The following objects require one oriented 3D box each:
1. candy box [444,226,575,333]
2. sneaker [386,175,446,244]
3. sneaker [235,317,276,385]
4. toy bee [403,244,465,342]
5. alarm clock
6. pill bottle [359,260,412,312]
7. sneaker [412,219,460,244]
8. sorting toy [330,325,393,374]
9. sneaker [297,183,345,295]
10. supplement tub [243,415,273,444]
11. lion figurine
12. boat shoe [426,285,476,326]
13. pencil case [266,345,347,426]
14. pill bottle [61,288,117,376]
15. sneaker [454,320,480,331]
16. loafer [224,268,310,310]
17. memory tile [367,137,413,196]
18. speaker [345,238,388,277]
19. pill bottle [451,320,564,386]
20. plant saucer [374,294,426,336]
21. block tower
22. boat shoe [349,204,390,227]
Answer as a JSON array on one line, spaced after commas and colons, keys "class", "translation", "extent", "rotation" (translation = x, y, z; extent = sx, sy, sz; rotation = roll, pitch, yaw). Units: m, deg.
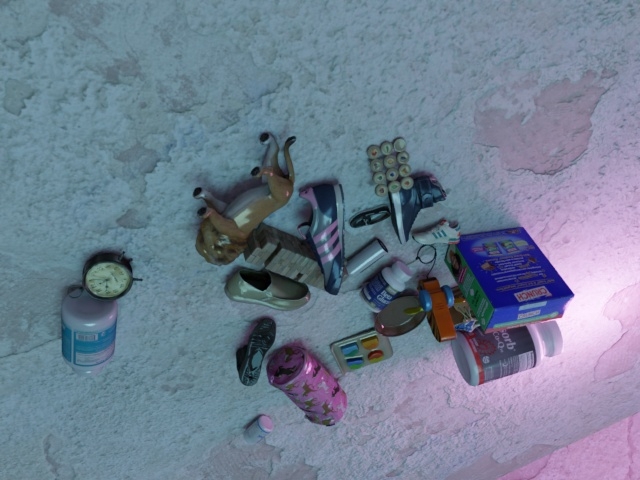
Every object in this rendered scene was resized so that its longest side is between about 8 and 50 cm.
[{"class": "candy box", "translation": [0.577, 0.115, 1.910], "extent": [0.268, 0.317, 0.122], "rotation": [-7, 133, -12]}, {"class": "sneaker", "translation": [0.286, -0.090, 1.784], "extent": [0.164, 0.086, 0.226], "rotation": [-15, 133, -3]}, {"class": "sneaker", "translation": [-0.220, 0.350, 2.020], "extent": [0.087, 0.130, 0.227], "rotation": [16, 96, -25]}, {"class": "toy bee", "translation": [0.375, 0.182, 2.004], "extent": [0.195, 0.298, 0.162], "rotation": [10, 169, -3]}, {"class": "alarm clock", "translation": [-0.594, 0.104, 1.659], "extent": [0.192, 0.064, 0.129], "rotation": [-26, 125, -7]}, {"class": "pill bottle", "translation": [0.212, 0.145, 1.966], "extent": [0.094, 0.094, 0.169], "rotation": [26, 118, -35]}, {"class": "sneaker", "translation": [0.360, -0.030, 1.897], "extent": [0.161, 0.057, 0.075], "rotation": [0, 111, -15]}, {"class": "sorting toy", "translation": [0.155, 0.404, 2.220], "extent": [0.208, 0.038, 0.193], "rotation": [-22, 134, 1]}, {"class": "sneaker", "translation": [0.000, 0.000, 1.709], "extent": [0.131, 0.112, 0.318], "rotation": [-2, 102, -6]}, {"class": "supplement tub", "translation": [-0.239, 0.729, 2.356], "extent": [0.071, 0.071, 0.107], "rotation": [28, 117, -36]}, {"class": "lion figurine", "translation": [-0.180, -0.092, 1.588], "extent": [0.392, 0.142, 0.240], "rotation": [-33, 140, 6]}, {"class": "boat shoe", "translation": [0.514, 0.213, 2.097], "extent": [0.324, 0.120, 0.122], "rotation": [-36, 112, 10]}, {"class": "pencil case", "translation": [-0.045, 0.520, 2.177], "extent": [0.160, 0.167, 0.386], "rotation": [0, 143, 31]}, {"class": "pill bottle", "translation": [-0.657, 0.269, 1.741], "extent": [0.146, 0.146, 0.264], "rotation": [2, 130, -21]}, {"class": "sneaker", "translation": [0.508, 0.288, 2.207], "extent": [0.211, 0.081, 0.080], "rotation": [-15, 136, -4]}, {"class": "loafer", "translation": [-0.148, 0.143, 1.834], "extent": [0.269, 0.102, 0.092], "rotation": [6, 134, -23]}, {"class": "memory tile", "translation": [0.191, -0.197, 1.667], "extent": [0.113, 0.012, 0.148], "rotation": [-16, 111, -5]}, {"class": "speaker", "translation": [0.139, 0.055, 1.887], "extent": [0.136, 0.055, 0.055], "rotation": [-38, 132, 15]}, {"class": "pill bottle", "translation": [0.690, 0.391, 2.276], "extent": [0.363, 0.210, 0.210], "rotation": [-16, 134, -5]}, {"class": "plant saucer", "translation": [0.273, 0.254, 2.122], "extent": [0.199, 0.036, 0.198], "rotation": [-11, 131, -13]}, {"class": "block tower", "translation": [-0.065, 0.056, 1.790], "extent": [0.336, 0.097, 0.091], "rotation": [22, 122, -35]}, {"class": "boat shoe", "translation": [0.145, -0.064, 1.792], "extent": [0.125, 0.038, 0.046], "rotation": [-21, 134, 0]}]
